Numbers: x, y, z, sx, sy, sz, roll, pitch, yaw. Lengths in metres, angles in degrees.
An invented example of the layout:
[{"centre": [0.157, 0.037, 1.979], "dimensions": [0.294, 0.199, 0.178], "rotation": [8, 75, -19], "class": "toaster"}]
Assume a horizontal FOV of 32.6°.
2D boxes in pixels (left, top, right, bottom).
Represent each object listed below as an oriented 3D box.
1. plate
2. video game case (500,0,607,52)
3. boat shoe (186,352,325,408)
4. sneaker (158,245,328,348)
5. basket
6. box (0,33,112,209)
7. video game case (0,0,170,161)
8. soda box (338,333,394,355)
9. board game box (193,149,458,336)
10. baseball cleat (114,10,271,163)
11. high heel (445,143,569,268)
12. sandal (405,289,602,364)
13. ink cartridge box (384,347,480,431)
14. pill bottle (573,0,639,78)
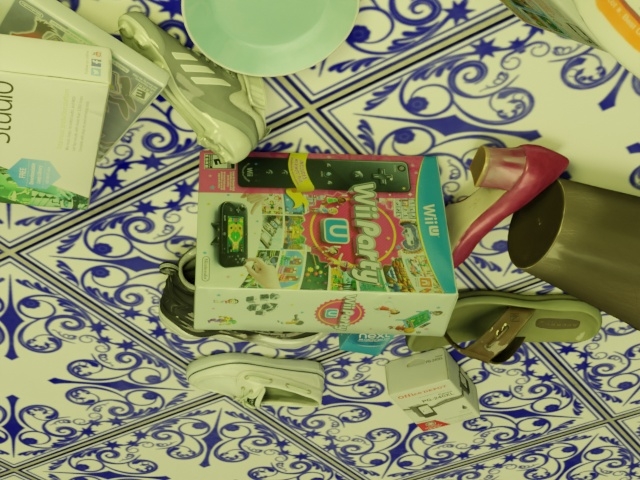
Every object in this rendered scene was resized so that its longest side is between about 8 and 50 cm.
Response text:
[{"centre": [-0.052, -0.252, 1.151], "dimensions": [0.188, 0.024, 0.188], "rotation": [-5, 137, -5], "class": "plate"}, {"centre": [0.207, -0.251, 1.099], "dimensions": [0.157, 0.143, 0.019], "rotation": [31, 95, -37], "class": "video game case"}, {"centre": [-0.104, 0.232, 1.765], "dimensions": [0.226, 0.076, 0.083], "rotation": [-1, 143, -2], "class": "boat shoe"}, {"centre": [-0.097, 0.073, 1.530], "dimensions": [0.268, 0.101, 0.153], "rotation": [2, 146, -1], "class": "sneaker"}, {"centre": [0.376, 0.008, 1.441], "dimensions": [0.226, 0.154, 0.204], "rotation": [19, 138, -21], "class": "basket"}, {"centre": [-0.393, -0.127, 1.149], "dimensions": [0.321, 0.059, 0.232], "rotation": [6, 146, -15], "class": "box"}, {"centre": [-0.288, -0.182, 1.185], "dimensions": [0.201, 0.023, 0.183], "rotation": [31, 142, -19], "class": "video game case"}, {"centre": [0.092, 0.082, 1.581], "dimensions": [0.067, 0.071, 0.210], "rotation": [10, 142, -17], "class": "soda box"}, {"centre": [0.000, 0.000, 1.340], "dimensions": [0.303, 0.224, 0.098], "rotation": [2, 141, -7], "class": "board game box"}, {"centre": [-0.135, -0.185, 1.219], "dimensions": [0.206, 0.109, 0.072], "rotation": [53, 153, -21], "class": "baseball cleat"}, {"centre": [0.230, -0.035, 1.436], "dimensions": [0.117, 0.082, 0.244], "rotation": [5, 135, -13], "class": "high heel"}, {"centre": [0.280, 0.138, 1.654], "dimensions": [0.302, 0.086, 0.120], "rotation": [-3, 143, 0], "class": "sandal"}, {"centre": [0.187, 0.249, 1.817], "dimensions": [0.109, 0.063, 0.150], "rotation": [-18, 141, 20], "class": "ink cartridge box"}, {"centre": [0.415, -0.318, 0.940], "dimensions": [0.224, 0.224, 0.392], "rotation": [16, 140, -24], "class": "pill bottle"}]
